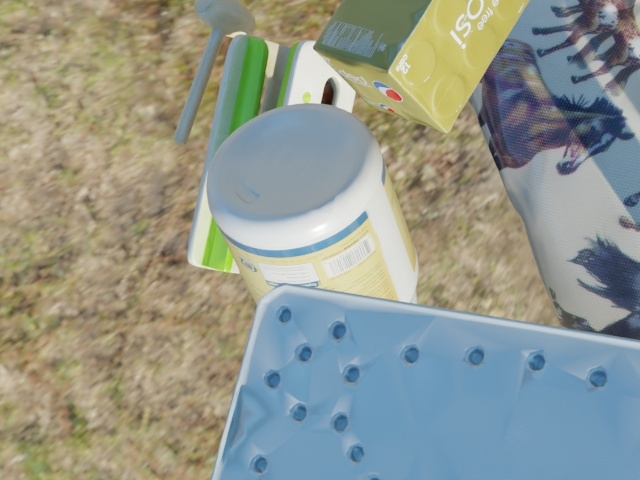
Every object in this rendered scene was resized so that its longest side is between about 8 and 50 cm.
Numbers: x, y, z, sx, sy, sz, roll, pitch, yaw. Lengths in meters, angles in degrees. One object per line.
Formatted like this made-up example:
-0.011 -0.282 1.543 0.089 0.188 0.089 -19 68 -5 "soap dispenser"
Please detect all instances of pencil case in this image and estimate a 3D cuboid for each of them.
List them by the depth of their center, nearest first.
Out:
0.225 0.018 1.001 0.160 0.183 0.410 -30 75 27 "pencil case"

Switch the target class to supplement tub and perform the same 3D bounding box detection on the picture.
0.000 0.000 1.273 0.144 0.144 0.199 -3 140 17 "supplement tub"

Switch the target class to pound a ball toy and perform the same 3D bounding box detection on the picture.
-0.063 -0.117 1.764 0.208 0.136 0.319 12 91 46 "pound a ball toy"

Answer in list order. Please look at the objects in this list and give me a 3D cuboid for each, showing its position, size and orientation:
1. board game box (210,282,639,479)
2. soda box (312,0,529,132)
0.091 0.240 0.865 0.390 0.050 0.390 8 78 32 "board game box"
0.076 -0.148 0.774 0.058 0.061 0.181 25 79 44 "soda box"
